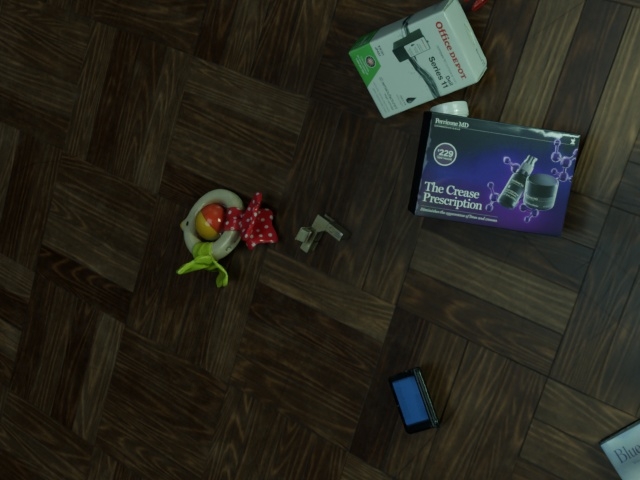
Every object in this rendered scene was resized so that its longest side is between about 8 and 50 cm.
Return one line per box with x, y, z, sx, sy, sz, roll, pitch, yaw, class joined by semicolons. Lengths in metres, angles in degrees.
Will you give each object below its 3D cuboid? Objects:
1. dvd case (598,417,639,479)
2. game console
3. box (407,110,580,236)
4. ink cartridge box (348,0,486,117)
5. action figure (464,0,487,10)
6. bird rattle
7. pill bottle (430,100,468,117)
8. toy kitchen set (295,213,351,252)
0.617;0.410;1.623;0.180;0.022;0.253;-39;72;28;dvd case
0.181;0.315;1.868;0.071;0.107;0.122;-20;82;3;game console
0.300;-0.118;1.676;0.261;0.103;0.184;8;96;-3;box
0.183;-0.339;1.786;0.208;0.087;0.153;-19;112;32;ink cartridge box
0.185;-0.532;1.798;0.139;0.091;0.280;-36;73;13;action figure
-0.221;-0.027;2.076;0.253;0.143;0.207;-51;51;21;bird rattle
0.252;-0.169;1.780;0.094;0.094;0.169;-11;87;32;pill bottle
0.000;0.000;1.964;0.075;0.068;0.083;38;112;25;toy kitchen set
